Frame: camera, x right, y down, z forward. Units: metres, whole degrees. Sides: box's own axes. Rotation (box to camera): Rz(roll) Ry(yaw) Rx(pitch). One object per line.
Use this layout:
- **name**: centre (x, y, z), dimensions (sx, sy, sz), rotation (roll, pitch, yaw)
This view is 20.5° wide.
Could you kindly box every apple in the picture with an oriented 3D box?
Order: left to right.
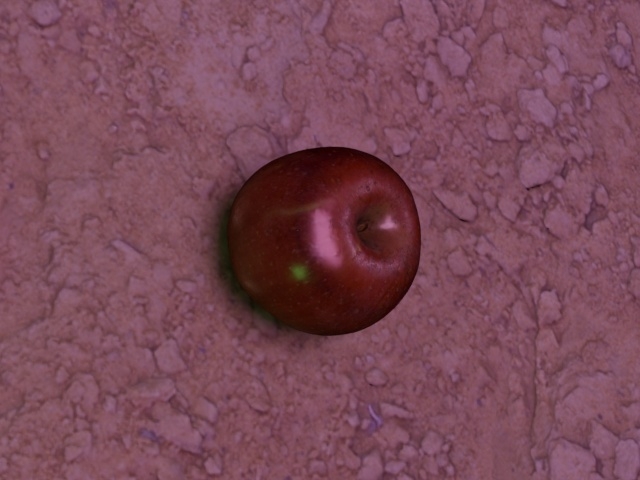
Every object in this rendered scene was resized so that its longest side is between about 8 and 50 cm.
- **apple**: centre (0.000, 0.000, 1.826), dimensions (0.201, 0.162, 0.201), rotation (12, 73, -42)
